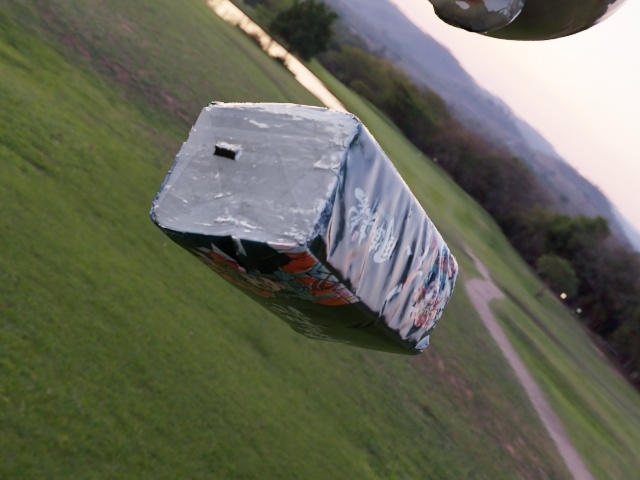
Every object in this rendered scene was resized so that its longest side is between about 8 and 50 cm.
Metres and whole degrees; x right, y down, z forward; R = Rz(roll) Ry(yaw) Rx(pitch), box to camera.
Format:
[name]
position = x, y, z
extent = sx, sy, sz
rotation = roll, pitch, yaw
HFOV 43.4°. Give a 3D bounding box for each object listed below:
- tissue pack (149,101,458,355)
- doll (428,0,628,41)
[tissue pack]
position = 0.001, 0.000, 0.451
extent = 0.103, 0.090, 0.170
rotation = 11, -17, 32
[doll]
position = 0.219, -0.246, 0.574
extent = 0.174, 0.330, 0.235
rotation = 72, 9, -47
